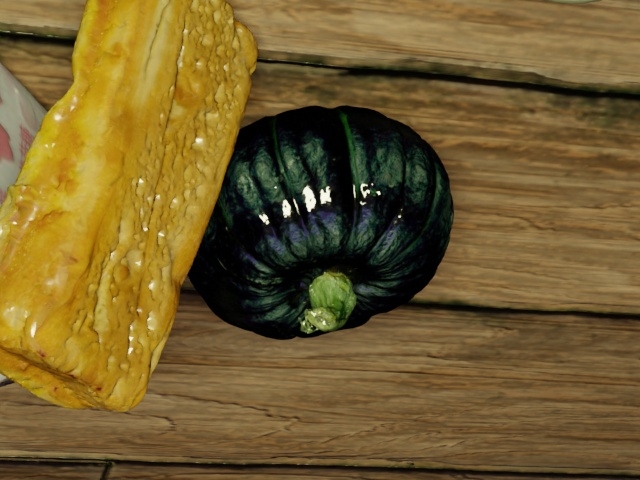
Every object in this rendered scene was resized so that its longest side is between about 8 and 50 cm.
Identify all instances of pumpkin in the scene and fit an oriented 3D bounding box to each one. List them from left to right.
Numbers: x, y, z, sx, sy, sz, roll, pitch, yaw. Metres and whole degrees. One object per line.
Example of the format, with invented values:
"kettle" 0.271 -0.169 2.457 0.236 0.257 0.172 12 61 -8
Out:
"pumpkin" -0.002 -0.011 1.085 0.194 0.150 0.194 -16 175 -1

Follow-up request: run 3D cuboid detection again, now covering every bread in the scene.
"bread" -0.122 -0.040 0.923 0.077 0.271 0.139 2 155 32

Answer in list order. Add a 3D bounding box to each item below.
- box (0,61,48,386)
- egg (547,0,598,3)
"box" -0.267 -0.075 0.914 0.112 0.190 0.370 -20 139 16
"egg" 0.115 -0.207 0.800 0.271 0.206 0.162 8 116 -34
